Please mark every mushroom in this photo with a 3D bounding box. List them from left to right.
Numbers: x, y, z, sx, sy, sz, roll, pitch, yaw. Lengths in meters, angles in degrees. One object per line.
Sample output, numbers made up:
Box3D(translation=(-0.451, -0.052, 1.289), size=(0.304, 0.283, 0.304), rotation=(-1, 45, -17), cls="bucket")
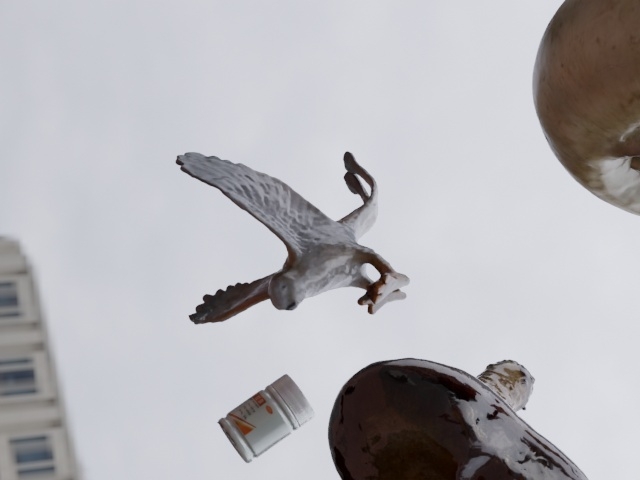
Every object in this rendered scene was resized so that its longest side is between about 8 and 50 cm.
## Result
Box3D(translation=(0.113, 0.143, 1.369), size=(0.148, 0.227, 0.217), rotation=(-38, -164, 26), cls="mushroom")
Box3D(translation=(0.245, -0.082, 1.204), size=(0.189, 0.254, 0.195), rotation=(-19, -121, 45), cls="mushroom")

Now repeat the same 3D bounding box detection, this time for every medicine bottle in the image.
Box3D(translation=(-0.056, 0.185, 1.851), size=(0.057, 0.089, 0.057), rotation=(54, -9, 12), cls="medicine bottle")

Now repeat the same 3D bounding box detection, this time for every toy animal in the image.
Box3D(translation=(0.012, 0.009, 2.056), size=(0.302, 0.284, 0.225), rotation=(32, -49, 45), cls="toy animal")
